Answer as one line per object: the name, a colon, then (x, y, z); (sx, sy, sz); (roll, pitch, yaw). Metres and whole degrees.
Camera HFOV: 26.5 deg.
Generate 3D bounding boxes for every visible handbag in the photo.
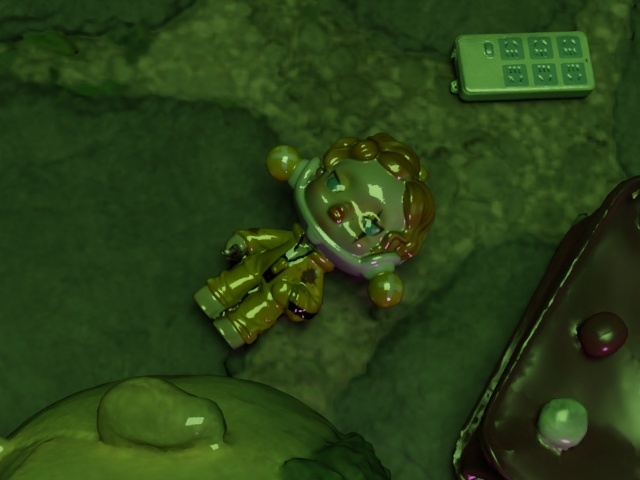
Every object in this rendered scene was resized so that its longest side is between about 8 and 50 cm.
handbag: (0.202, 0.093, 0.722); (0.216, 0.074, 0.203); (32, 70, 5)

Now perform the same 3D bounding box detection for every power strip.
power strip: (0.122, -0.104, 0.816); (0.090, 0.016, 0.040); (-3, 70, -8)

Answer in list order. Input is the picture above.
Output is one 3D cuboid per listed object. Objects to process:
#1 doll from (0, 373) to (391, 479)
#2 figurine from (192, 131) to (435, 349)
doll: (-0.060, 0.230, 0.561); (0.247, 0.247, 0.349); (-8, 85, -10)
figurine: (0.002, 0.005, 0.740); (0.101, 0.068, 0.143); (27, 81, 8)
